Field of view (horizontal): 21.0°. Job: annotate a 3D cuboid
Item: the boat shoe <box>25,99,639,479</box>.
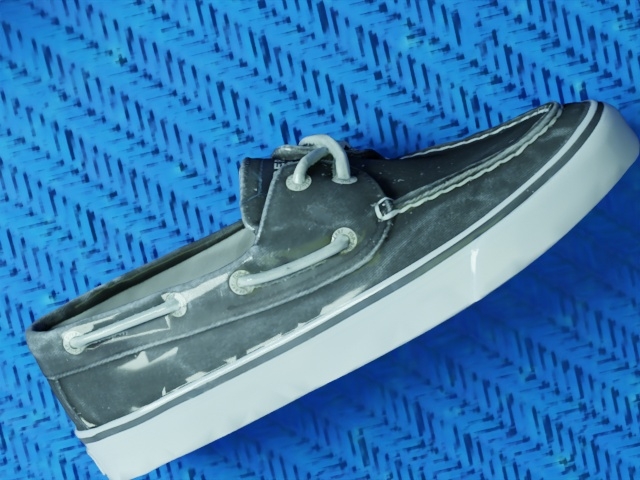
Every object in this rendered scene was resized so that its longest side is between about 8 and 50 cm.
[{"bbox_3d":[0.000,0.000,0.811,0.301,0.108,0.102,-29,101,12],"label":"boat shoe"}]
